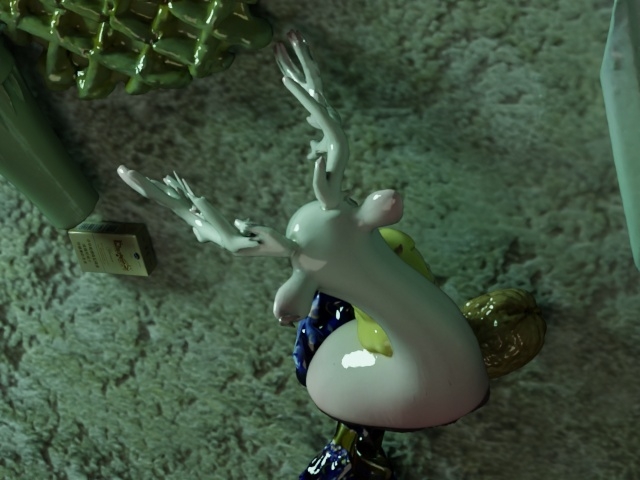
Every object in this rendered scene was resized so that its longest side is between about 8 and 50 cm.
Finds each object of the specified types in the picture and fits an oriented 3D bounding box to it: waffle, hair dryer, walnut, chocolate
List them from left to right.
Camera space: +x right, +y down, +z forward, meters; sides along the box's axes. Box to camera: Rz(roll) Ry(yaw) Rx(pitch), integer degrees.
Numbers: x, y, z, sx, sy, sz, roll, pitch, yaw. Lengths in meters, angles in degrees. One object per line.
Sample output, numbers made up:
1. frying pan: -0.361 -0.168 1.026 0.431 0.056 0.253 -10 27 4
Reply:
1. hair dryer: -0.358 -0.113 2.013 0.296 0.119 0.298 41 149 -13
2. waffle: -0.202 -0.260 1.824 0.309 0.056 0.292 -9 121 33
3. chocolate: 0.031 0.184 2.031 0.148 0.126 0.343 43 139 46
4. walnut: 0.169 0.088 1.899 0.096 0.082 0.079 -35 77 42

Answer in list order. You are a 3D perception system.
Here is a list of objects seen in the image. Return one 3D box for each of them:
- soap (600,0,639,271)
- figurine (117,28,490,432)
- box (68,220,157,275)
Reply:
1. soap: 0.339 -0.128 1.612 0.208 0.115 0.347 1 125 25
2. figurine: -0.009 0.010 1.799 0.284 0.206 0.316 46 165 45
3. box: -0.215 0.008 2.065 0.083 0.024 0.053 3 127 23
